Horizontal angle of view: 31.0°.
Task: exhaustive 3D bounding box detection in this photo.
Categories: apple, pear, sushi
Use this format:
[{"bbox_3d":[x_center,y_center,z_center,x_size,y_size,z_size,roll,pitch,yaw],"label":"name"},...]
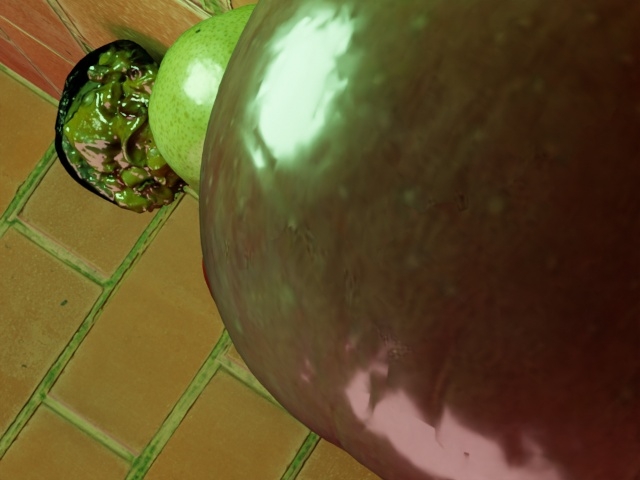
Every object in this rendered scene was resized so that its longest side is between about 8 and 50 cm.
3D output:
[{"bbox_3d":[0.105,-0.003,0.438,0.306,0.235,0.306,32,177,2],"label":"apple"},{"bbox_3d":[-0.052,-0.100,0.878,0.136,0.167,0.167,44,179,23],"label":"pear"},{"bbox_3d":[-0.228,-0.144,1.462,0.200,0.213,0.204,12,-164,-18],"label":"sushi"}]

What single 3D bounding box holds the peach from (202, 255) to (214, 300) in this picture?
[{"bbox_3d":[0.000,0.000,1.177,0.199,0.243,0.243,52,175,1],"label":"peach"}]
